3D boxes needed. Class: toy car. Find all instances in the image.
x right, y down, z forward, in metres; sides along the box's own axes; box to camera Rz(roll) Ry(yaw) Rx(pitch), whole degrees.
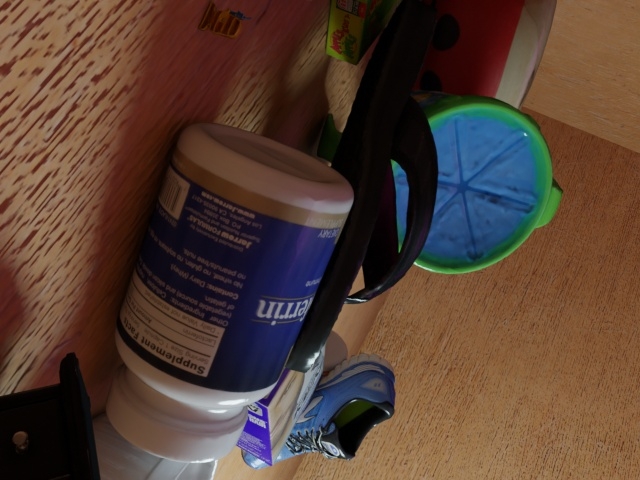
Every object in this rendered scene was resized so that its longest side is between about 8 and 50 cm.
[{"bbox_3d":[-0.045,-0.195,0.578,0.122,0.040,0.060,-62,168,-16],"label":"toy car"}]

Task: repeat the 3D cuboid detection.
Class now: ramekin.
[{"bbox_3d":[-0.195,0.260,0.692,0.207,0.109,0.207,-60,168,-22],"label":"ramekin"}]

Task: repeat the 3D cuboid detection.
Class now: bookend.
[{"bbox_3d":[-0.216,0.169,0.446,0.072,0.156,0.157,101,-25,-51],"label":"bookend"}]

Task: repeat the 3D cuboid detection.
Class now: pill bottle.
[{"bbox_3d":[-0.087,0.046,0.621,0.265,0.153,0.153,-68,168,15],"label":"pill bottle"},{"bbox_3d":[-0.031,0.286,1.447,0.121,0.121,0.221,-47,159,-56],"label":"pill bottle"}]

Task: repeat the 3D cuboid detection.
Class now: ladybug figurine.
[{"bbox_3d":[0.233,-0.302,1.172,0.305,0.162,0.449,-103,-153,-60],"label":"ladybug figurine"}]

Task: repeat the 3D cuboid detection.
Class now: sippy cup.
[{"bbox_3d":[0.162,-0.105,0.997,0.240,0.305,0.224,-39,-154,6],"label":"sippy cup"}]

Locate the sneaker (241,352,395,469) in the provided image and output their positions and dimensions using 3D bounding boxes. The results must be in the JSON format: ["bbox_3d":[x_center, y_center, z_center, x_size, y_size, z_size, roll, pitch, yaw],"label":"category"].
[{"bbox_3d":[-0.008,0.336,1.319,0.330,0.130,0.147,-32,-149,14],"label":"sneaker"}]

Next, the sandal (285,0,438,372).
[{"bbox_3d":[0.070,-0.068,0.748,0.167,0.107,0.446,131,-20,-63],"label":"sandal"}]

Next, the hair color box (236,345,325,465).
[{"bbox_3d":[-0.075,0.216,1.143,0.185,0.110,0.339,-58,165,-27],"label":"hair color box"}]

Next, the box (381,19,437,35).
[{"bbox_3d":[0.088,-0.195,1.113,0.324,0.063,0.067,-69,167,19],"label":"box"}]

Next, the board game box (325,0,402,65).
[{"bbox_3d":[0.068,-0.301,0.854,0.181,0.043,0.092,-58,166,-33],"label":"board game box"}]
